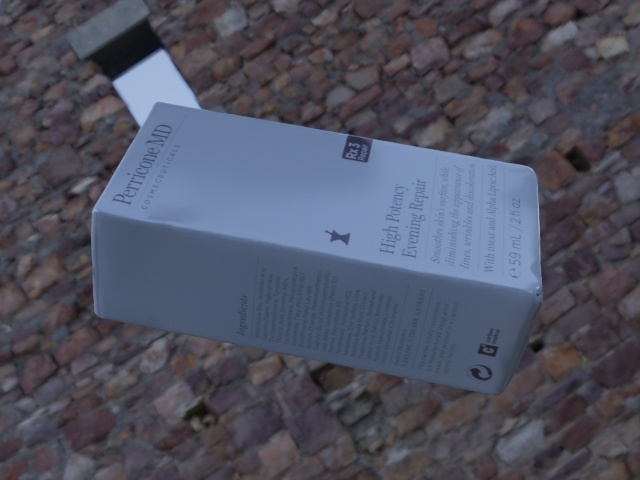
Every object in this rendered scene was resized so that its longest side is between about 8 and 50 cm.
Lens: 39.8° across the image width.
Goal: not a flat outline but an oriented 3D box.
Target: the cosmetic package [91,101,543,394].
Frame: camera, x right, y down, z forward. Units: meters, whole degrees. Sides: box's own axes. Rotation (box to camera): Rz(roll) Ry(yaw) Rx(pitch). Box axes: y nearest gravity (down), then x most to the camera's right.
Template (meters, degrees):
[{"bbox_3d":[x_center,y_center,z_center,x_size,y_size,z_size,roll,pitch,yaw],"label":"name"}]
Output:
[{"bbox_3d":[0.000,0.000,0.500,0.117,0.231,0.085,-77,-3,-50],"label":"cosmetic package"}]
